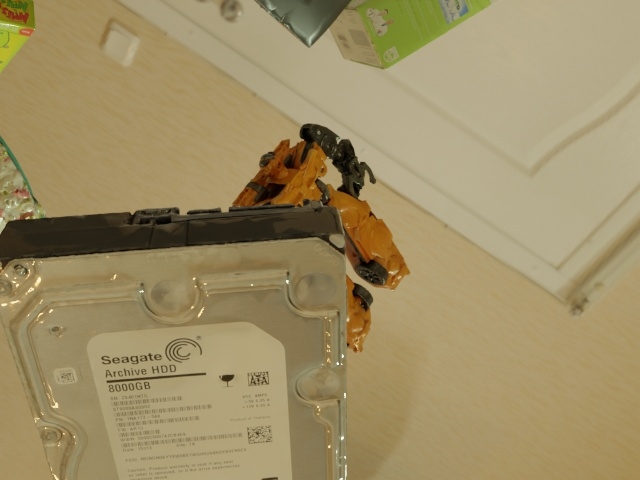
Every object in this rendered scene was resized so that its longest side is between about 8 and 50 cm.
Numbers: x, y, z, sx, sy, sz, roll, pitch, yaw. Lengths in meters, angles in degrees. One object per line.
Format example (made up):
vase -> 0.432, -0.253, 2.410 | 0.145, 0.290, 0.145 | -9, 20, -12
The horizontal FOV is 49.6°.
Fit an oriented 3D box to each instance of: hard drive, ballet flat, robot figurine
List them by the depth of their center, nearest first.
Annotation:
hard drive -> -0.096, 0.134, 0.549 | 0.064, 0.237, 0.338 | -103, -170, -59
ballet flat -> -0.306, 0.001, 0.670 | 0.077, 0.091, 0.240 | -55, 148, -41
robot figurine -> 0.000, 0.000, 0.859 | 0.085, 0.291, 0.211 | 8, -125, 45

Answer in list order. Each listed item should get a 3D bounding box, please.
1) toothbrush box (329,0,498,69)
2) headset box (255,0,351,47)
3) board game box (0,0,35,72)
toothbrush box -> 0.168, -0.435, 1.242 | 0.283, 0.122, 0.206 | -34, -154, -6
headset box -> -0.093, -0.391, 0.886 | 0.110, 0.293, 0.218 | -46, 141, 12
board game box -> -0.454, -0.262, 0.906 | 0.092, 0.043, 0.181 | 2, 163, -43
